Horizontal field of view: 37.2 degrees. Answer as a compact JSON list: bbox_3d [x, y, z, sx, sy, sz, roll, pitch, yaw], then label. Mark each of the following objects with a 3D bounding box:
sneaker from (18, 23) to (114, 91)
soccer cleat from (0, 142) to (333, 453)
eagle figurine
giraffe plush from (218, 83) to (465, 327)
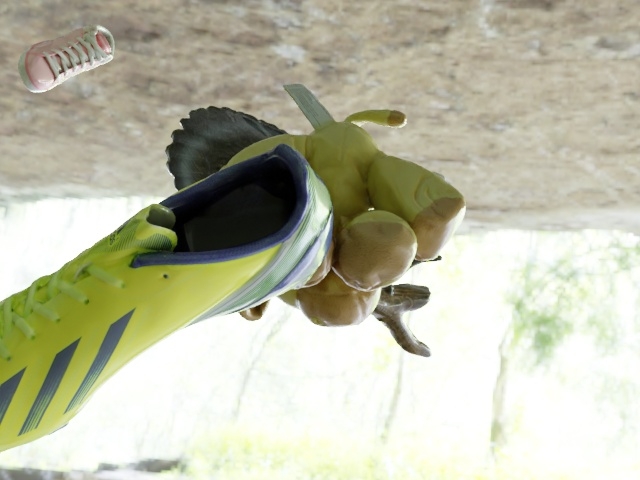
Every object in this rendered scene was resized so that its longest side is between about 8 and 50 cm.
[{"bbox_3d":[-0.282,-0.212,1.075,0.070,0.051,0.134,-14,20,25],"label":"sneaker"},{"bbox_3d":[-0.124,0.028,0.559,0.289,0.093,0.121,-28,-27,-12],"label":"soccer cleat"},{"bbox_3d":[-0.014,-0.025,0.998,0.225,0.298,0.226,-17,-47,-17],"label":"eagle figurine"},{"bbox_3d":[0.000,0.000,0.774,0.181,0.210,0.170,-2,-48,-14],"label":"giraffe plush"}]
